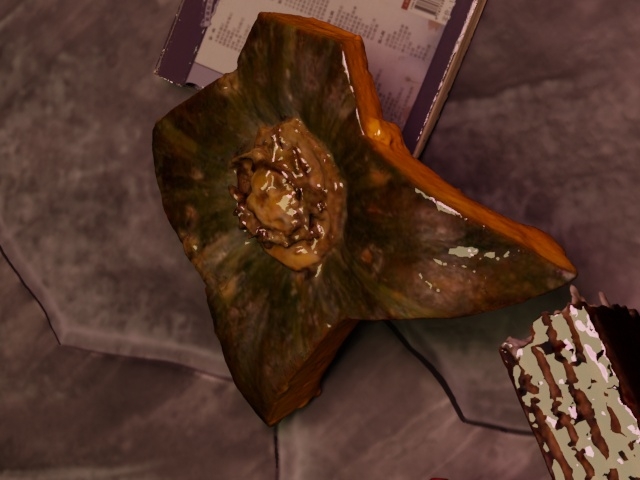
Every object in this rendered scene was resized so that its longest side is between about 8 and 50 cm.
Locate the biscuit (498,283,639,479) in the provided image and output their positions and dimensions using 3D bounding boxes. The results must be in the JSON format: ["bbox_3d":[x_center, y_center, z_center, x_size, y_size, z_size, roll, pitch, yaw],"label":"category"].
[{"bbox_3d":[0.200,0.152,1.069,0.070,0.106,0.252,-28,75,23],"label":"biscuit"}]

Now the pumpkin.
[{"bbox_3d":[0.001,-0.025,1.157,0.290,0.095,0.258,-35,75,42],"label":"pumpkin"}]

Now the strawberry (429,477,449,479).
[{"bbox_3d":[0.041,0.316,1.067,0.265,0.149,0.336,24,120,17],"label":"strawberry"}]

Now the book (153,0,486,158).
[{"bbox_3d":[-0.002,-0.154,1.243,0.231,0.026,0.157,26,97,26],"label":"book"}]
